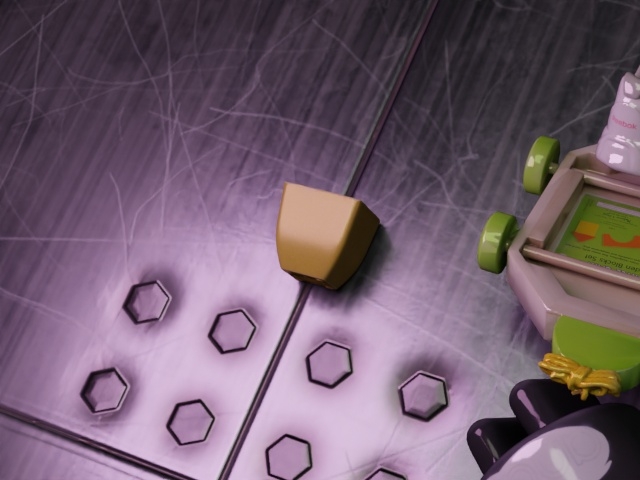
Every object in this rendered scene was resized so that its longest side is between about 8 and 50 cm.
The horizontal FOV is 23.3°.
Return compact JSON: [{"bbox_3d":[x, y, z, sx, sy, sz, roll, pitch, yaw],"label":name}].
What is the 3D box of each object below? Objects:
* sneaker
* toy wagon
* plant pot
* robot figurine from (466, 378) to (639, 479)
[{"bbox_3d":[0.348,-0.141,1.424,0.090,0.115,0.232,27,39,33],"label":"sneaker"},{"bbox_3d":[0.275,0.027,1.359,0.267,0.068,0.344,17,46,21],"label":"toy wagon"},{"bbox_3d":[0.000,0.000,1.511,0.082,0.081,0.083,15,81,20],"label":"plant pot"},{"bbox_3d":[0.237,0.247,1.287,0.174,0.209,0.278,-22,61,-15],"label":"robot figurine"}]
